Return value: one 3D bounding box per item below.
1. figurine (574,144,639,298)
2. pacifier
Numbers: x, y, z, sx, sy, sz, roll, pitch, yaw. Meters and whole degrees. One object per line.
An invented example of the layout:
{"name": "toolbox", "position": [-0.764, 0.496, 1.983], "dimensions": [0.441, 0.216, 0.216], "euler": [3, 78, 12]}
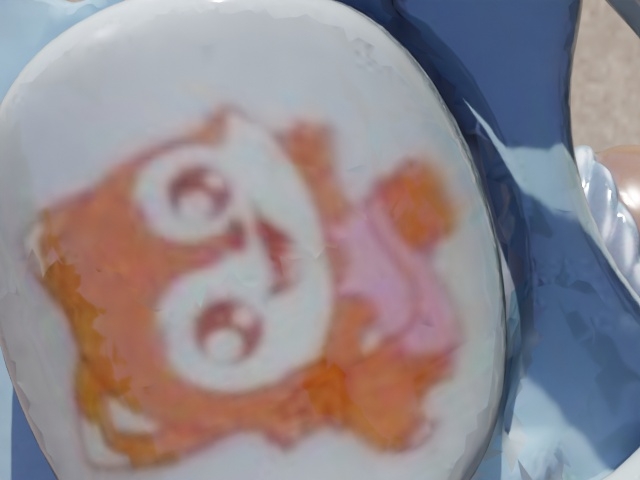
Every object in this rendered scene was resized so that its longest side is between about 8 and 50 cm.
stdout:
{"name": "figurine", "position": [0.067, 0.095, 0.976], "dimensions": [0.248, 0.276, 0.388], "euler": [37, 30, -16]}
{"name": "pacifier", "position": [0.000, 0.000, 0.573], "dimensions": [0.244, 0.300, 0.233], "euler": [-15, 5, 2]}
